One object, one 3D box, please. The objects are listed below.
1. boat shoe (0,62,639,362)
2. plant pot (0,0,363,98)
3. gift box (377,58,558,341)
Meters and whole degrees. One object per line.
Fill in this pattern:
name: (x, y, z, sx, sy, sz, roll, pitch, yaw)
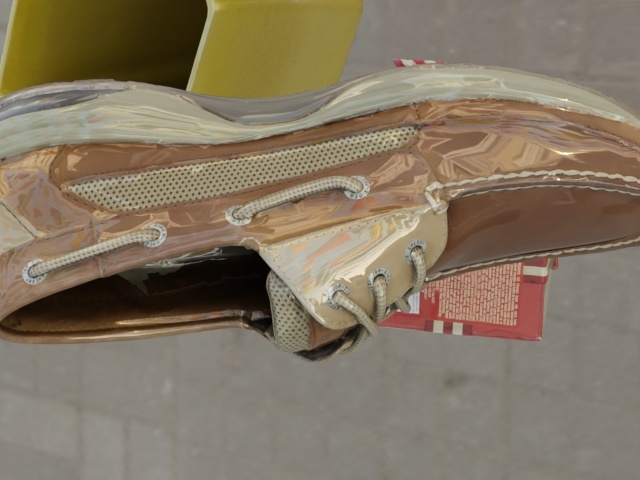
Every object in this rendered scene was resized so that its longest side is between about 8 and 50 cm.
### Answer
boat shoe: (0.000, 0.000, 0.698, 0.324, 0.123, 0.116, -3, 61, 2)
plant pot: (-0.095, -0.148, 1.169, 0.212, 0.187, 0.212, 42, 129, 32)
gift box: (0.154, -0.056, 1.847, 0.276, 0.258, 0.255, 10, 120, 9)
